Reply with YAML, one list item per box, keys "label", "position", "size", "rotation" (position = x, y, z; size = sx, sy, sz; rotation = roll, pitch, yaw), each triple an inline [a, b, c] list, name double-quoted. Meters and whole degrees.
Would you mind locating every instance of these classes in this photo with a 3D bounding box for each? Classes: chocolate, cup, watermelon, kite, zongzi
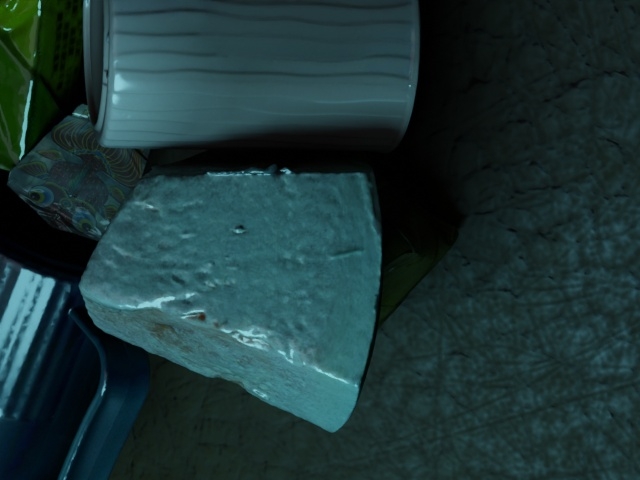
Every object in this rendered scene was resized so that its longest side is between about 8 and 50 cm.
- label: "chocolate"
  position: [-0.380, -0.247, 1.682]
  size: [0.301, 0.137, 0.289]
  rotation: [16, 109, 20]
- label: "cup"
  position: [-0.315, 0.113, 1.652]
  size: [0.242, 0.308, 0.292]
  rotation: [20, 111, -15]
- label: "watermelon"
  position: [-0.090, 0.024, 1.433]
  size: [0.387, 0.258, 0.228]
  rotation: [29, 114, 57]
- label: "cup"
  position: [-0.067, -0.206, 1.453]
  size: [0.208, 0.273, 0.288]
  rotation: [109, 156, -54]
- label: "kite"
  position: [-0.199, -0.106, 1.629]
  size: [0.127, 0.016, 0.229]
  rotation: [35, 78, 0]
- label: "zongzi"
  position: [-0.001, 0.002, 1.589]
  size: [0.204, 0.094, 0.205]
  rotation: [50, 120, 19]
